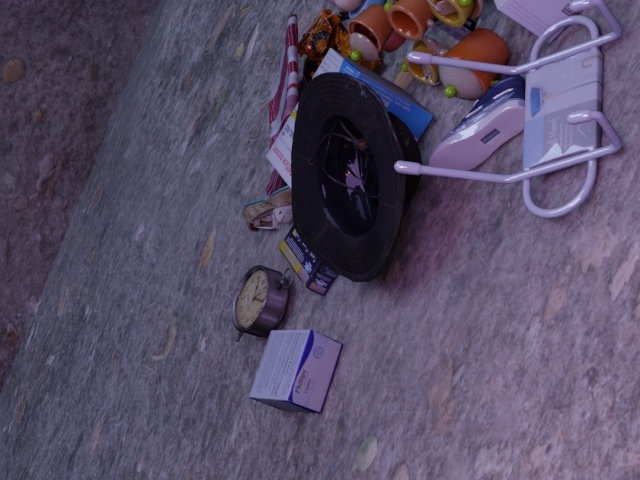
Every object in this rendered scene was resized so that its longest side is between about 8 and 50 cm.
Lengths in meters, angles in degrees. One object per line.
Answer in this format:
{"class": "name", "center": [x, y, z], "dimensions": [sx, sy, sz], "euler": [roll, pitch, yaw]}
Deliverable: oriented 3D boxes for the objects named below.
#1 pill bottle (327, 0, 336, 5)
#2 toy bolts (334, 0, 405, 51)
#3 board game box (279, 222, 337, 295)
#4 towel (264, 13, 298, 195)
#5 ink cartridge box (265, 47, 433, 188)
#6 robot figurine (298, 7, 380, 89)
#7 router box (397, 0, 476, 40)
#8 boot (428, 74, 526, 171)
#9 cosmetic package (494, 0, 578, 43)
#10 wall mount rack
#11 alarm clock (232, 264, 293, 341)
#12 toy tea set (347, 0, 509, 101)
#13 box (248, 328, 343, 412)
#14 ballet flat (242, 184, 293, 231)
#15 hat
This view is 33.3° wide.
{"class": "pill bottle", "center": [0.073, -0.667, 2.253], "dimensions": [0.318, 0.176, 0.176], "euler": [-53, 29, 18]}
{"class": "toy bolts", "center": [0.136, -0.491, 2.010], "dimensions": [0.228, 0.158, 0.218], "euler": [-34, 39, 43]}
{"class": "board game box", "center": [0.000, 0.000, 1.941], "dimensions": [0.141, 0.048, 0.170], "euler": [-59, 28, 13]}
{"class": "towel", "center": [-0.078, -0.281, 2.220], "dimensions": [0.237, 0.037, 0.329], "euler": [106, 168, -46]}
{"class": "ink cartridge box", "center": [0.046, -0.183, 1.886], "dimensions": [0.233, 0.168, 0.171], "euler": [-58, 28, 13]}
{"class": "robot figurine", "center": [0.028, -0.377, 2.177], "dimensions": [0.211, 0.085, 0.291], "euler": [-52, 30, 19]}
{"class": "router box", "center": [0.198, -0.448, 1.845], "dimensions": [0.046, 0.179, 0.133], "euler": [-18, 51, 55]}
{"class": "boot", "center": [0.248, -0.178, 1.661], "dimensions": [0.190, 0.069, 0.086], "euler": [-31, 35, 33]}
{"class": "cosmetic package", "center": [0.319, -0.421, 1.687], "dimensions": [0.085, 0.117, 0.231], "euler": [-46, 31, 30]}
{"class": "wall mount rack", "center": [0.271, -0.196, 1.510], "dimensions": [0.304, 0.130, 0.350], "euler": [-16, 51, 36]}
{"class": "alarm clock", "center": [-0.099, 0.106, 1.991], "dimensions": [0.192, 0.064, 0.129], "euler": [-42, 39, 45]}
{"class": "toy tea set", "center": [0.160, -0.311, 1.761], "dimensions": [0.124, 0.200, 0.336], "euler": [-49, 23, -19]}
{"class": "box", "center": [-0.043, 0.219, 1.797], "dimensions": [0.137, 0.072, 0.126], "euler": [-9, 59, 58]}
{"class": "ballet flat", "center": [-0.084, -0.061, 2.137], "dimensions": [0.206, 0.073, 0.067], "euler": [-23, 75, 55]}
{"class": "hat", "center": [0.077, -0.106, 1.702], "dimensions": [0.331, 0.134, 0.331], "euler": [22, 117, 50]}
